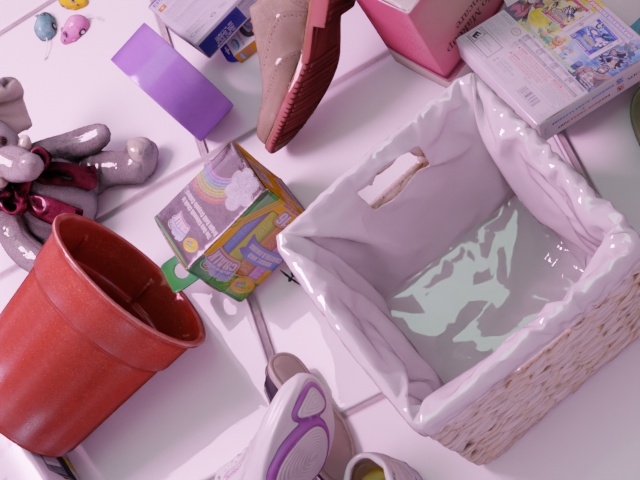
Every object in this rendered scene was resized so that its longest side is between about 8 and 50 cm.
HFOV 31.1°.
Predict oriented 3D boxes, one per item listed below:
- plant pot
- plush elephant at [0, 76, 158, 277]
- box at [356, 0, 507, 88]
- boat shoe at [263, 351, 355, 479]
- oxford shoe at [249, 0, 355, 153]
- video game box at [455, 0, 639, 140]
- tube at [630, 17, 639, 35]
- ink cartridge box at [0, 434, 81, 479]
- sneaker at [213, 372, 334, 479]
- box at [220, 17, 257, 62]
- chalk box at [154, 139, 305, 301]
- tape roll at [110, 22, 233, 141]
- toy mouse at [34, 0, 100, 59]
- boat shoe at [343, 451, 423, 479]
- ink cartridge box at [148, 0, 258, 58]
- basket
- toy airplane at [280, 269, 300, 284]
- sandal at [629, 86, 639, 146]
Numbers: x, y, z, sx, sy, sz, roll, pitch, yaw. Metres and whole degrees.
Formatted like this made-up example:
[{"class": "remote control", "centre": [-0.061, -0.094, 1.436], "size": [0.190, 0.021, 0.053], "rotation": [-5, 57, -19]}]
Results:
[{"class": "plant pot", "centre": [-0.352, 0.149, 1.647], "size": [0.265, 0.272, 0.272], "rotation": [-48, 56, 10]}, {"class": "plush elephant", "centre": [-0.459, -0.100, 1.797], "size": [0.330, 0.255, 0.272], "rotation": [14, 75, 31]}, {"class": "box", "centre": [0.155, -0.339, 1.610], "size": [0.127, 0.232, 0.149], "rotation": [35, 86, 30]}, {"class": "boat shoe", "centre": [-0.018, 0.249, 1.552], "size": [0.206, 0.075, 0.065], "rotation": [59, 143, 27]}, {"class": "oxford shoe", "centre": [-0.044, -0.290, 1.668], "size": [0.130, 0.123, 0.348], "rotation": [30, 123, 14]}, {"class": "video game box", "centre": [0.315, -0.251, 1.548], "size": [0.187, 0.048, 0.205], "rotation": [-33, 53, -1]}, {"class": "tube", "centre": [0.383, -0.223, 1.562], "size": [0.207, 0.052, 0.080], "rotation": [-36, 66, 1]}, {"class": "ink cartridge box", "centre": [-0.480, 0.371, 1.673], "size": [0.226, 0.131, 0.306], "rotation": [-43, 58, 3]}, {"class": "sneaker", "centre": [-0.081, 0.297, 1.471], "size": [0.152, 0.114, 0.305], "rotation": [32, 111, 42]}, {"class": "box", "centre": [-0.111, -0.351, 1.873], "size": [0.136, 0.028, 0.081], "rotation": [-36, 56, 6]}, {"class": "chalk box", "centre": [-0.139, -0.009, 1.660], "size": [0.213, 0.132, 0.132], "rotation": [-44, 49, 9]}, {"class": "tape roll", "centre": [-0.230, -0.245, 1.788], "size": [0.080, 0.189, 0.189], "rotation": [-48, 56, 0]}, {"class": "toy mouse", "centre": [-0.471, -0.392, 2.068], "size": [0.161, 0.031, 0.143], "rotation": [24, 80, 33]}, {"class": "boat shoe", "centre": [0.073, 0.425, 1.356], "size": [0.135, 0.156, 0.367], "rotation": [-11, 63, 22]}, {"class": "ink cartridge box", "centre": [-0.161, -0.420, 1.902], "size": [0.223, 0.045, 0.224], "rotation": [-46, 38, 0]}, {"class": "basket", "centre": [0.191, 0.047, 1.401], "size": [0.328, 0.266, 0.331], "rotation": [-41, 56, 5]}, {"class": "toy airplane", "centre": [0.000, 0.000, 1.660], "size": [0.151, 0.028, 0.151], "rotation": [-11, 63, 23]}, {"class": "sandal", "centre": [0.465, -0.089, 1.432], "size": [0.120, 0.086, 0.303], "rotation": [-30, 58, 12]}]
